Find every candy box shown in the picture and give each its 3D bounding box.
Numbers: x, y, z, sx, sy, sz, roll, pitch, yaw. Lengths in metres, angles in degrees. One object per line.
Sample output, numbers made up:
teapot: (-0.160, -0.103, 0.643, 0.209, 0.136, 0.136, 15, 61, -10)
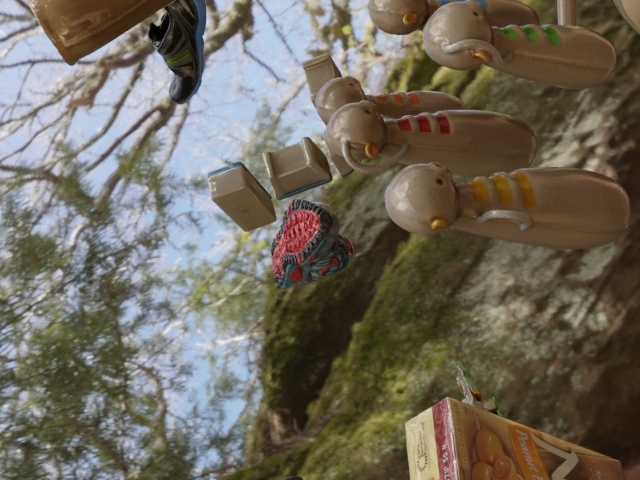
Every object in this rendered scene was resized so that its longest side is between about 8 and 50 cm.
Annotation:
candy box: (0.255, 0.328, 1.034, 0.317, 0.087, 0.182, 23, -135, -27)

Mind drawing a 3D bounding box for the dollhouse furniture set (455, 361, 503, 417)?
dollhouse furniture set: (0.251, 0.244, 1.312, 0.151, 0.059, 0.076, 75, 177, -52)

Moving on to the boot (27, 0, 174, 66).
boot: (-0.121, -0.277, 0.707, 0.089, 0.270, 0.236, 58, -179, -36)

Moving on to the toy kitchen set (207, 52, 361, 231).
toy kitchen set: (-0.049, -0.136, 1.180, 0.122, 0.207, 0.166, 52, -159, -62)

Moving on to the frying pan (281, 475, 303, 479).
frying pan: (-0.154, 0.368, 0.827, 0.326, 0.053, 0.197, -11, -74, -16)

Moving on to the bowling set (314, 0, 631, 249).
bowling set: (0.089, -0.129, 0.561, 0.154, 0.287, 0.199, 3, -70, -21)

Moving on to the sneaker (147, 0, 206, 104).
sneaker: (-0.200, -0.272, 1.170, 0.078, 0.188, 0.067, -7, -130, -16)

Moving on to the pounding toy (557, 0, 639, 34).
pounding toy: (0.318, -0.269, 0.785, 0.110, 0.237, 0.182, -87, -17, -65)

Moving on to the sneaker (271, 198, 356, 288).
sneaker: (0.000, 0.000, 1.357, 0.125, 0.262, 0.104, -5, -106, -17)
